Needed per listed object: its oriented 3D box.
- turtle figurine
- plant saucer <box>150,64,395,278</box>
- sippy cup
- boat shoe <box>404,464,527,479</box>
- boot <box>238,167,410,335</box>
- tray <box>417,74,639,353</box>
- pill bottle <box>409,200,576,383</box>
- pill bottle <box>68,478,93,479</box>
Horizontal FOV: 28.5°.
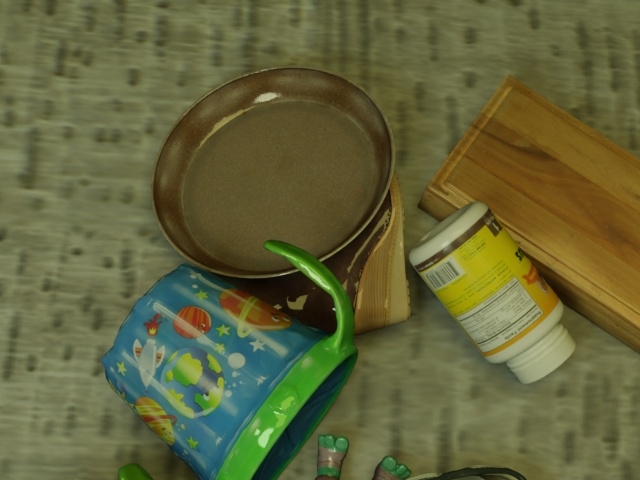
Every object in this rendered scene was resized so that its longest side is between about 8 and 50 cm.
[{"bbox_3d":[0.019,0.344,1.417,0.175,0.118,0.234,34,51,-20],"label":"turtle figurine"},{"bbox_3d":[-0.056,-0.081,1.565,0.311,0.050,0.310,-7,60,12],"label":"plant saucer"},{"bbox_3d":[-0.113,0.152,1.418,0.224,0.240,0.305,35,67,12],"label":"sippy cup"},{"bbox_3d":[0.114,0.307,1.378,0.303,0.091,0.114,-14,73,-46],"label":"boat shoe"},{"bbox_3d":[0.000,0.000,1.562,0.207,0.090,0.248,-2,65,-3],"label":"boot"},{"bbox_3d":[0.354,-0.018,1.614,0.411,0.076,0.202,34,70,8],"label":"tray"},{"bbox_3d":[0.213,0.066,1.529,0.117,0.117,0.215,-39,94,-18],"label":"pill bottle"},{"bbox_3d":[-0.242,0.348,1.303,0.162,0.278,0.162,2,70,-5],"label":"pill bottle"}]
